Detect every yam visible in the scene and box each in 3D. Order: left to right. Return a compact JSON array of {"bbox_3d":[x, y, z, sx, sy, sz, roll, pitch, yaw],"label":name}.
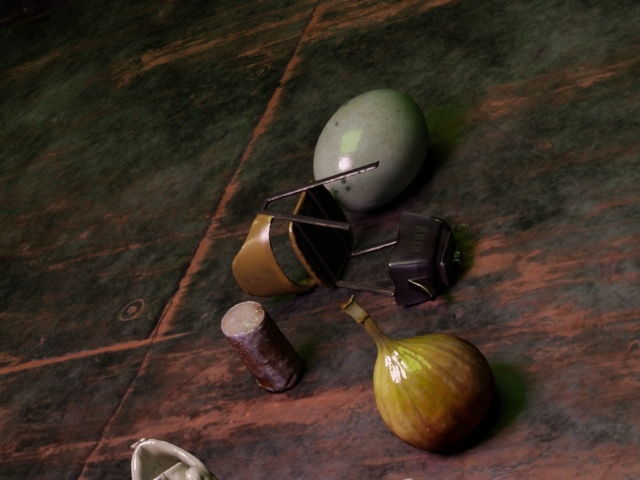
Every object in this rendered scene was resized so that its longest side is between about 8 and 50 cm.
[{"bbox_3d":[-0.083,0.158,2.147,0.079,0.141,0.079,-20,37,16],"label":"yam"}]

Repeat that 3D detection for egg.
[{"bbox_3d":[0.084,-0.148,2.385,0.169,0.169,0.236,5,46,46],"label":"egg"}]

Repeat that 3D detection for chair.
[{"bbox_3d":[0.000,0.000,2.269,0.247,0.158,0.172,-5,44,38],"label":"chair"}]

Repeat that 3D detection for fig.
[{"bbox_3d":[0.109,0.171,1.892,0.160,0.231,0.143,-64,1,-32],"label":"fig"}]

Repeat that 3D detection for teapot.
[{"bbox_3d":[0.161,0.026,2.160,0.096,0.087,0.177,-1,41,16],"label":"teapot"}]

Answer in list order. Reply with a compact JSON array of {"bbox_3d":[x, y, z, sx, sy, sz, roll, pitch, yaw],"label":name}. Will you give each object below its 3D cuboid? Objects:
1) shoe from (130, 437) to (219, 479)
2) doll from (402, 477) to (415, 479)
[{"bbox_3d":[-0.153,0.376,1.834,0.132,0.210,0.342,-37,31,-5],"label":"shoe"},{"bbox_3d":[0.110,0.385,1.667,0.160,0.094,0.365,-24,25,9],"label":"doll"}]
